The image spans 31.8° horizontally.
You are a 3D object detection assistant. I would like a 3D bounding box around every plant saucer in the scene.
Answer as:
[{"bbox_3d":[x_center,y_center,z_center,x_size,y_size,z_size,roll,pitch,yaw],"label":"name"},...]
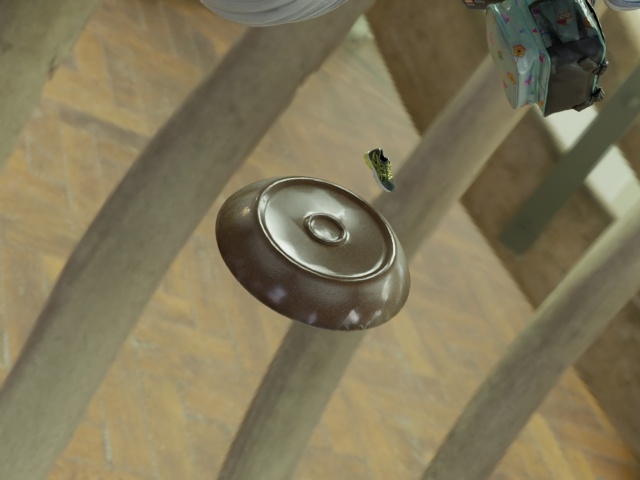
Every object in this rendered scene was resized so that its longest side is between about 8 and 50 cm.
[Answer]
[{"bbox_3d":[0.000,0.000,1.062,0.199,0.036,0.198,15,41,-13],"label":"plant saucer"}]

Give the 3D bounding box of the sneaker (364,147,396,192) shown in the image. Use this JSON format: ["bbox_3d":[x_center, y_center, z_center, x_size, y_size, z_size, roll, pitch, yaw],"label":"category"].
[{"bbox_3d":[0.108,-0.121,1.924,0.083,0.035,0.031,55,34,-8],"label":"sneaker"}]

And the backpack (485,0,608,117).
[{"bbox_3d":[0.299,-0.278,1.513,0.166,0.145,0.188,68,15,-63],"label":"backpack"}]

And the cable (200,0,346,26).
[{"bbox_3d":[-0.034,-0.307,0.951,0.089,0.257,0.257,-1,58,-48],"label":"cable"}]

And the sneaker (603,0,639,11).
[{"bbox_3d":[0.576,-0.423,1.856,0.081,0.211,0.080,-22,99,-76],"label":"sneaker"}]

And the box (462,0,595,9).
[{"bbox_3d":[0.371,-0.475,1.936,0.233,0.159,0.044,9,-13,30],"label":"box"}]
